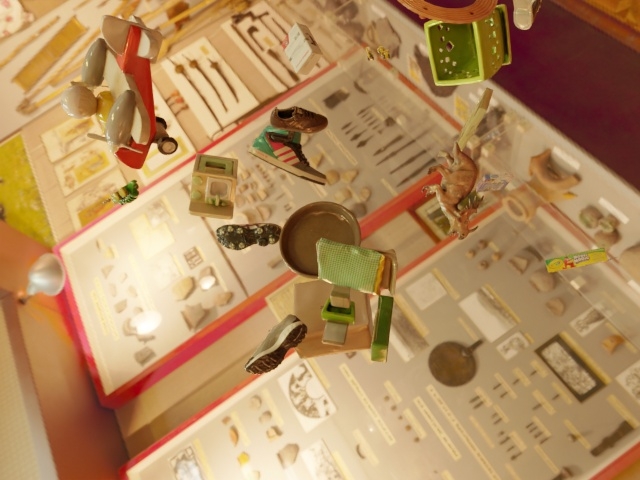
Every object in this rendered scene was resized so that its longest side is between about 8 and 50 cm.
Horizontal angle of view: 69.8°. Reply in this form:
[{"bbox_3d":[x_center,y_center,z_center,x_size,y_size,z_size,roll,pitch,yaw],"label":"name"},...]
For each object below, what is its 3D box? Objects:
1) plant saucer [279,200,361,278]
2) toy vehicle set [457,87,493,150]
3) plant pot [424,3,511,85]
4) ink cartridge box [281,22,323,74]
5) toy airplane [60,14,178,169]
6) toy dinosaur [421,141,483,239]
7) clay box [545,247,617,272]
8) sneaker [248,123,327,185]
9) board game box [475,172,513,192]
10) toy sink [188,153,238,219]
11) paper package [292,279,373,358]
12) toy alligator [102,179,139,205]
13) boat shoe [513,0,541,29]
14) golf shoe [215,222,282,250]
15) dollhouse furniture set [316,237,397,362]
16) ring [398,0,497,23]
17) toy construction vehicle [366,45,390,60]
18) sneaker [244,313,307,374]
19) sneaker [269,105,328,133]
[{"bbox_3d":[0.000,0.000,1.528,0.278,0.277,0.041,54,177,25],"label":"plant saucer"},{"bbox_3d":[0.720,-0.564,2.160,0.035,0.166,0.267,25,146,4],"label":"toy vehicle set"},{"bbox_3d":[0.528,-0.685,1.599,0.227,0.207,0.228,21,134,54],"label":"plant pot"},{"bbox_3d":[-0.063,-0.645,1.551,0.056,0.099,0.135,-8,-114,-45],"label":"ink cartridge box"},{"bbox_3d":[-0.542,-0.398,1.218,0.386,0.272,0.385,-4,100,64],"label":"toy airplane"},{"bbox_3d":[0.440,-0.172,1.457,0.200,0.127,0.296,23,125,19],"label":"toy dinosaur"},{"bbox_3d":[0.940,0.069,1.664,0.127,0.222,0.053,7,-112,-63],"label":"clay box"},{"bbox_3d":[-0.086,-0.324,1.621,0.295,0.179,0.124,26,-174,-3],"label":"sneaker"},{"bbox_3d":[0.552,-0.184,1.460,0.090,0.090,0.020,89,174,-70],"label":"board game box"},{"bbox_3d":[-0.370,-0.195,1.599,0.234,0.152,0.131,-100,20,-54],"label":"toy sink"},{"bbox_3d":[0.049,0.311,1.926,0.310,0.324,0.168,-91,-12,-49],"label":"paper package"},{"bbox_3d":[-0.603,-0.132,1.404,0.051,0.189,0.056,58,-142,-14],"label":"toy alligator"},{"bbox_3d":[0.585,-0.691,1.284,0.075,0.065,0.206,29,170,25],"label":"boat shoe"},{"bbox_3d":[-0.282,-0.021,1.843,0.120,0.272,0.105,-49,-42,-74],"label":"golf shoe"},{"bbox_3d":[0.080,0.154,1.132,0.302,0.197,0.151,84,-163,-50],"label":"dollhouse furniture set"},{"bbox_3d":[0.365,-0.753,1.385,0.337,0.336,0.032,54,157,22],"label":"ring"},{"bbox_3d":[0.223,-0.738,1.797,0.035,0.085,0.098,73,-171,-46],"label":"toy construction vehicle"},{"bbox_3d":[-0.170,0.383,1.683,0.108,0.271,0.100,42,173,47],"label":"sneaker"},{"bbox_3d":[-0.062,-0.380,1.430,0.071,0.188,0.066,115,148,-63],"label":"sneaker"}]
